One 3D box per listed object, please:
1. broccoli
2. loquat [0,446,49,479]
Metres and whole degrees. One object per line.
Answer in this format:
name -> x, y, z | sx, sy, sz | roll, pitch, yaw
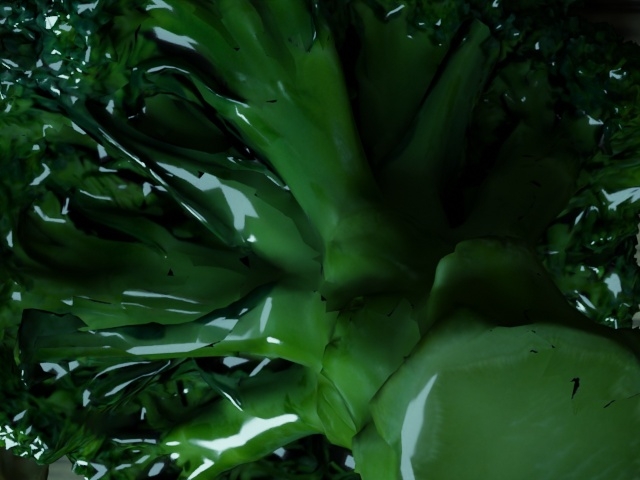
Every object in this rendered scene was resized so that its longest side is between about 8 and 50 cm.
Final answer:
broccoli -> 0.000, 0.000, 0.652 | 0.298, 0.297, 0.297 | -6, 109, -16
loquat -> -0.217, 0.125, 0.863 | 0.195, 0.152, 0.152 | -19, 123, 20
